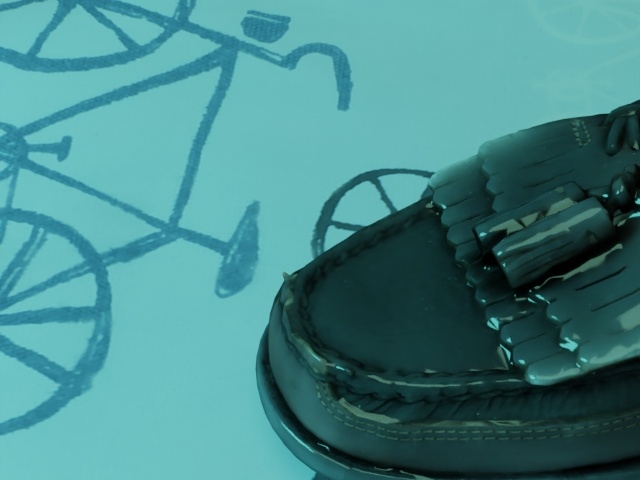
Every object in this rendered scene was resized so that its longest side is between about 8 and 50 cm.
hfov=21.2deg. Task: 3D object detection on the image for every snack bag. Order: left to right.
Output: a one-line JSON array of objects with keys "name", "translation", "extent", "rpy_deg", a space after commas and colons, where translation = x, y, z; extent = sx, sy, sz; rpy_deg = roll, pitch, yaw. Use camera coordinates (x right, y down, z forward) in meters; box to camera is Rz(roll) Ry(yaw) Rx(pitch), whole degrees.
[{"name": "snack bag", "translation": [0.000, 0.000, 0.542], "extent": [0.343, 0.037, 0.323], "rpy_deg": [5, 47, 1]}]

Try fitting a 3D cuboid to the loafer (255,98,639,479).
[{"name": "loafer", "translation": [0.128, -0.012, 0.471], "extent": [0.303, 0.095, 0.109], "rpy_deg": [-11, 49, -14]}]
